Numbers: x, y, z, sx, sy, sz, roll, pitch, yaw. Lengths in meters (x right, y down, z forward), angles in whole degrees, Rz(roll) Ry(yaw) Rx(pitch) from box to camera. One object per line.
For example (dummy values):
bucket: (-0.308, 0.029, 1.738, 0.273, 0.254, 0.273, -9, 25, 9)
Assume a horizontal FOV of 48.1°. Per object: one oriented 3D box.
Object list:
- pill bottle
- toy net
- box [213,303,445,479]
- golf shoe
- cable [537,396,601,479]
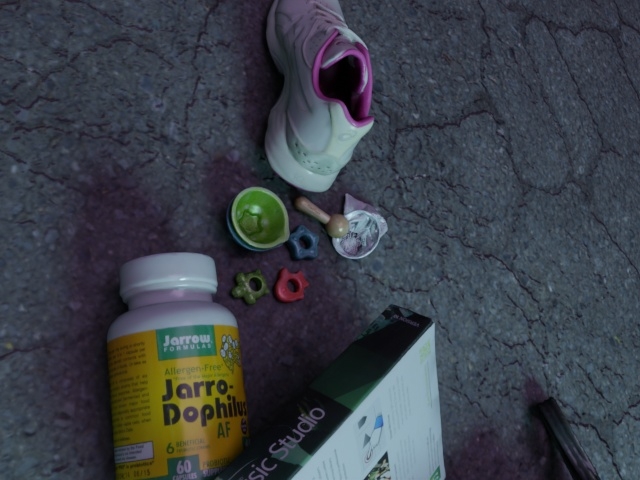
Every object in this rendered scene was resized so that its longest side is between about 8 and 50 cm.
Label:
pill bottle: (-0.126, 0.122, 0.634, 0.117, 0.117, 0.208, 2, 72, -33)
toy net: (0.000, 0.000, 0.807, 0.232, 0.045, 0.122, -7, 76, -35)
box: (0.003, 0.240, 0.642, 0.322, 0.058, 0.232, -40, 134, -38)
golf shoe: (0.010, -0.208, 0.825, 0.115, 0.140, 0.306, 13, 60, -29)
cable: (0.350, 0.313, 0.846, 0.139, 0.072, 0.287, 46, 21, -35)
